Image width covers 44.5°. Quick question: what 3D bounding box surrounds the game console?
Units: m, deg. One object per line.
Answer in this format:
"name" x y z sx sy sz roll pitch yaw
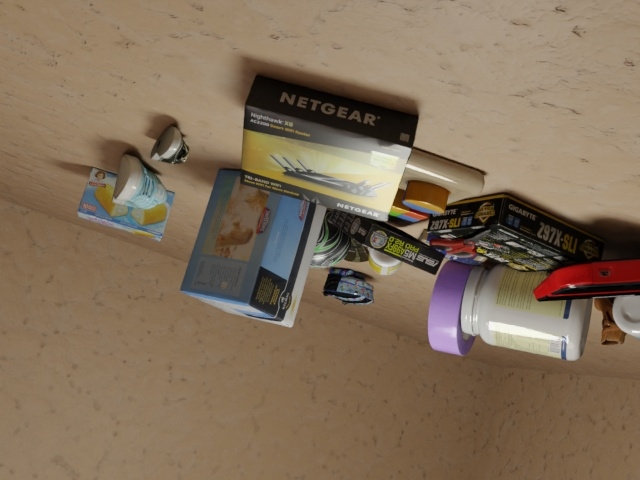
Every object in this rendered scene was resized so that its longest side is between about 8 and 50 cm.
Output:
"game console" 0.712 0.089 1.799 0.387 0.060 0.342 -3 170 4

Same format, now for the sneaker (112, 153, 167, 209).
"sneaker" -0.498 -0.158 2.199 0.150 0.135 0.366 11 178 -16

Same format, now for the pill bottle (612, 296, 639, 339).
"pill bottle" 0.913 0.215 2.105 0.264 0.146 0.146 25 164 -38

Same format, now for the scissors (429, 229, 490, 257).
"scissors" 0.351 0.006 1.797 0.109 0.021 0.297 22 166 -16

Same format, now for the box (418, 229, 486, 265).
"box" 0.382 0.026 2.155 0.225 0.036 0.136 13 167 2

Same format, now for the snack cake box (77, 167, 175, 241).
"snack cake box" -0.602 -0.110 2.431 0.265 0.152 0.089 17 167 -12

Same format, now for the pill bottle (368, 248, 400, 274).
"pill bottle" 0.193 0.045 2.295 0.103 0.103 0.184 14 167 5

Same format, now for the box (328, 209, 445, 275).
"box" 0.162 -0.008 1.983 0.216 0.060 0.270 22 -174 -22

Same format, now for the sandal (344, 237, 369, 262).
"sandal" 0.100 0.004 2.348 0.090 0.060 0.219 4 150 18

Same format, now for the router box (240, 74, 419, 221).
"router box" 0.008 -0.167 1.479 0.309 0.081 0.243 14 147 2

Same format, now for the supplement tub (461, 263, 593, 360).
"supplement tub" 0.579 0.193 2.189 0.325 0.235 0.235 9 166 24

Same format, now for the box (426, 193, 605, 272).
"box" 0.454 -0.008 1.828 0.322 0.079 0.257 21 168 -26

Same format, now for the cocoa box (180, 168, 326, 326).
"cocoa box" -0.169 0.018 2.037 0.232 0.347 0.228 8 165 31

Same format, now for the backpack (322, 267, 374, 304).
"backpack" 0.119 0.176 2.913 0.173 0.116 0.158 4 163 43

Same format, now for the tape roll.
"tape roll" 0.406 0.198 2.319 0.090 0.274 0.275 8 166 26

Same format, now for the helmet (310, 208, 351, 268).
"helmet" 0.000 0.000 2.187 0.170 0.161 0.169 14 167 3

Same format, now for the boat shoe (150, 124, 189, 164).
"boat shoe" -0.347 -0.220 1.852 0.070 0.077 0.219 20 174 -20

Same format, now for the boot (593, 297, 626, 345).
"boot" 0.827 0.229 2.243 0.073 0.152 0.197 15 167 0

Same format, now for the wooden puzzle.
"wooden puzzle" 0.141 -0.118 1.706 0.322 0.080 0.348 18 167 -11
